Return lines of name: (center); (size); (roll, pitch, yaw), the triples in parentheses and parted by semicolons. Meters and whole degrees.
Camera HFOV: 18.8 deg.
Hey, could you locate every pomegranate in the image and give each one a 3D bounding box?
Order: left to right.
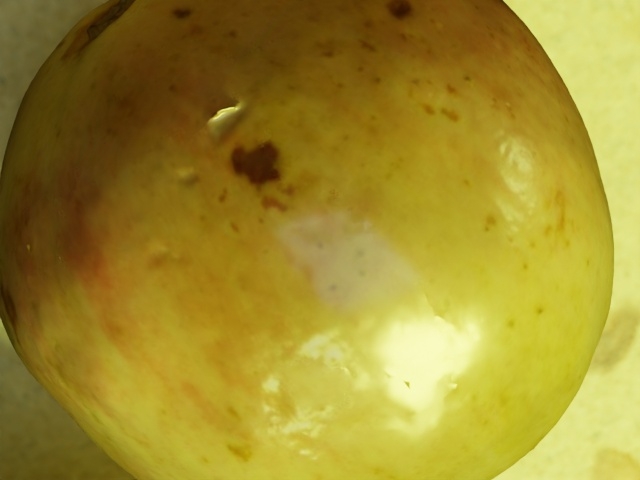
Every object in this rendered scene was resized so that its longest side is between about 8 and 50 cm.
pomegranate: (-0.004, 0.000, 0.582); (0.191, 0.191, 0.191); (-3, 108, -9)
